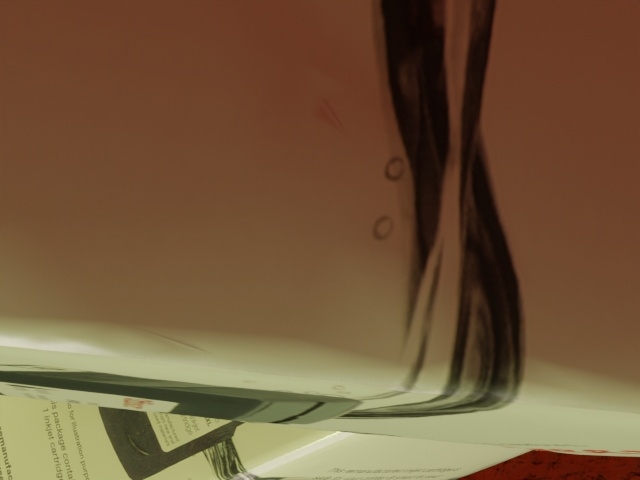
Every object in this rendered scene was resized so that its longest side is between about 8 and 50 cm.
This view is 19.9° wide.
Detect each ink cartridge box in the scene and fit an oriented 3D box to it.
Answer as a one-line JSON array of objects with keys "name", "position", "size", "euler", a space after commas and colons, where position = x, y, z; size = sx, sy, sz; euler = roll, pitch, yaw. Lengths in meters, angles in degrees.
[{"name": "ink cartridge box", "position": [-0.011, 0.070, 0.820], "size": [0.237, 0.100, 0.172], "euler": [-27, 160, 31]}, {"name": "ink cartridge box", "position": [-0.041, -0.036, 0.515], "size": [0.395, 0.166, 0.285], "euler": [8, 173, -17]}]
